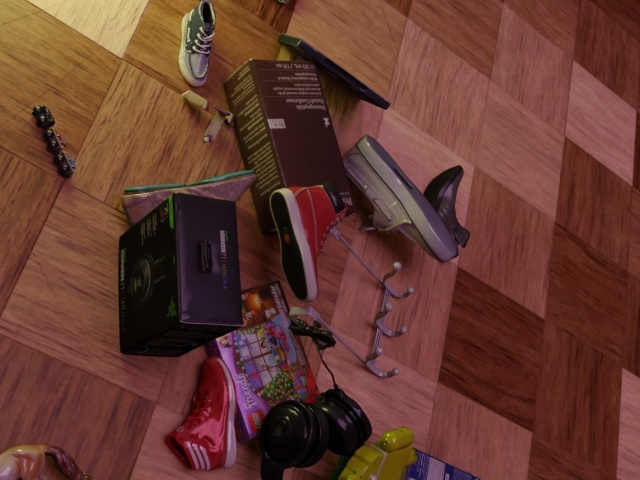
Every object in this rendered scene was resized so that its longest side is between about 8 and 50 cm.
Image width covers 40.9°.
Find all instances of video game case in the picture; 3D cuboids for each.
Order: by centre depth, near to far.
[{"bbox_3d":[0.032,-0.416,2.106,0.274,0.196,0.026,30,96,-23],"label":"video game case"}]

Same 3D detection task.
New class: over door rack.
[{"bbox_3d":[0.093,0.137,1.930,0.324,0.108,0.239,38,52,-33],"label":"over door rack"}]

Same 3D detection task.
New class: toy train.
[{"bbox_3d":[-0.523,-0.195,1.695,0.036,0.027,0.158,-21,85,-51],"label":"toy train"}]

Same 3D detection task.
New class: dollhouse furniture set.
[{"bbox_3d":[-0.267,-0.276,1.928,0.114,0.091,0.081,30,96,3],"label":"dollhouse furniture set"}]

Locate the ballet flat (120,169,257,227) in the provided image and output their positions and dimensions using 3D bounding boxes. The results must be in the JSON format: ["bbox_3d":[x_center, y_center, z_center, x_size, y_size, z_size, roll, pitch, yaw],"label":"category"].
[{"bbox_3d":[-0.268,-0.077,1.801,0.316,0.107,0.106,-12,95,-33],"label":"ballet flat"}]

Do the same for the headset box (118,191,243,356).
[{"bbox_3d":[-0.264,0.070,1.612,0.131,0.283,0.246,8,68,-34],"label":"headset box"}]

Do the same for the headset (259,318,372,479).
[{"bbox_3d":[-0.024,0.363,1.724,0.243,0.185,0.394,-6,108,-44],"label":"headset"}]

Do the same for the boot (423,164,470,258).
[{"bbox_3d":[0.339,-0.069,2.260,0.161,0.083,0.246,48,56,-20],"label":"boot"}]

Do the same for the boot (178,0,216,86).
[{"bbox_3d":[-0.274,-0.448,1.941,0.069,0.086,0.190,5,69,-35],"label":"boot"}]

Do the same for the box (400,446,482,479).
[{"bbox_3d":[0.274,0.577,1.966,0.225,0.036,0.136,29,57,-23],"label":"box"}]

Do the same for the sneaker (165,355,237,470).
[{"bbox_3d":[-0.233,0.335,1.658,0.128,0.087,0.221,2,69,-37],"label":"sneaker"}]

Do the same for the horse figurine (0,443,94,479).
[{"bbox_3d":[-0.520,0.410,1.428,0.263,0.066,0.174,-18,89,-37],"label":"horse figurine"}]

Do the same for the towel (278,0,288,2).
[{"bbox_3d":[-0.194,-0.792,2.160,0.324,0.056,0.312,22,60,-27],"label":"towel"}]

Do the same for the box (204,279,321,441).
[{"bbox_3d":[-0.127,0.246,1.788,0.201,0.057,0.293,-15,82,-39],"label":"box"}]

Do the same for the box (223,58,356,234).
[{"bbox_3d":[-0.073,-0.217,1.965,0.191,0.143,0.381,-8,79,-38],"label":"box"}]

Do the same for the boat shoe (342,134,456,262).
[{"bbox_3d":[0.168,-0.070,2.085,0.367,0.156,0.136,51,22,6],"label":"boat shoe"}]

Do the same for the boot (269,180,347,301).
[{"bbox_3d":[0.000,0.000,1.818,0.176,0.088,0.244,-12,92,-38],"label":"boot"}]

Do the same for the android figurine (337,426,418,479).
[{"bbox_3d":[0.111,0.500,1.775,0.273,0.056,0.248,10,104,-58],"label":"android figurine"}]
